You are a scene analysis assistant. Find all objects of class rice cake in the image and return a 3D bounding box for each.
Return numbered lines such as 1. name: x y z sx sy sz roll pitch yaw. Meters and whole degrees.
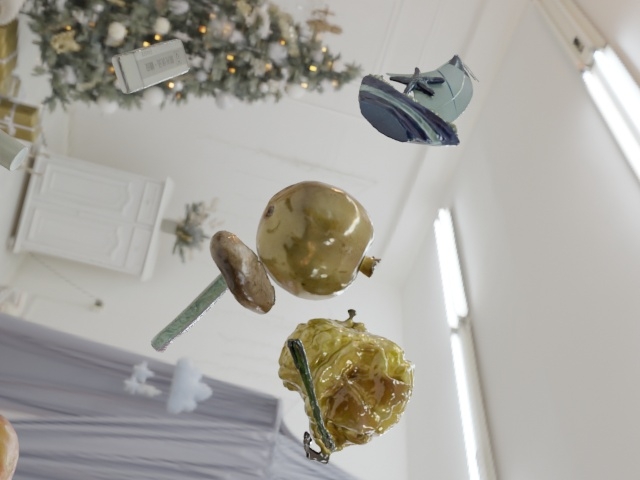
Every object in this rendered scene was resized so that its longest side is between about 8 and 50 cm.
1. rice cake: -0.319 0.178 1.848 0.290 0.051 0.081 -45 -169 -26

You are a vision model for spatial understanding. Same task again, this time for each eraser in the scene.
1. eraser: -0.399 -0.418 1.722 0.352 0.061 0.089 -55 133 -62

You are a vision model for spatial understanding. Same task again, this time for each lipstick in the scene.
1. lipstick: -0.802 -0.258 1.664 0.070 0.254 0.070 -55 -174 8

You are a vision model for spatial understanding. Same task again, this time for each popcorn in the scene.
1. popcorn: 0.051 0.364 1.757 0.349 0.349 0.381 -161 -89 -84

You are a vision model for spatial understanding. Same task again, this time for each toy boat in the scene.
1. toy boat: 0.184 -0.281 1.363 0.070 0.210 0.291 107 6 -50

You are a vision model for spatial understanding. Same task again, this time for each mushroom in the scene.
1. mushroom: -0.169 0.072 1.555 0.072 0.210 0.094 -27 -175 31

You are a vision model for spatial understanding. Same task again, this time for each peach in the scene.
1. peach: -0.904 0.567 1.875 0.238 0.281 0.281 -27 147 -42

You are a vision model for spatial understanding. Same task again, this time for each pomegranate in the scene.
1. pomegranate: 0.000 0.000 1.807 0.319 0.319 0.319 -166 -90 -84

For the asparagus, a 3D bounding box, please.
1. asparagus: -0.012 0.260 1.191 0.022 0.023 0.233 16 -51 53
